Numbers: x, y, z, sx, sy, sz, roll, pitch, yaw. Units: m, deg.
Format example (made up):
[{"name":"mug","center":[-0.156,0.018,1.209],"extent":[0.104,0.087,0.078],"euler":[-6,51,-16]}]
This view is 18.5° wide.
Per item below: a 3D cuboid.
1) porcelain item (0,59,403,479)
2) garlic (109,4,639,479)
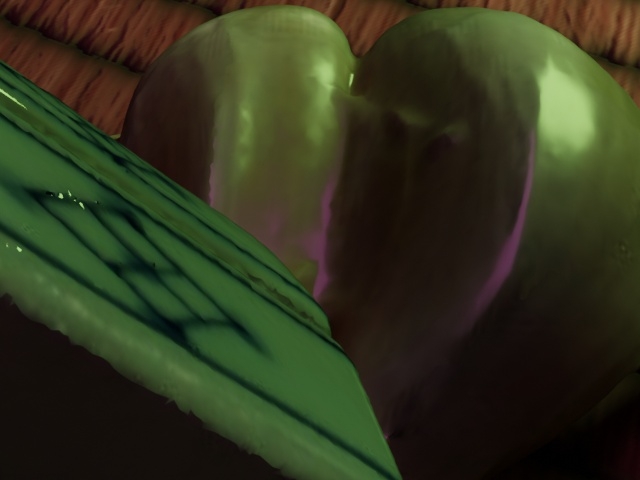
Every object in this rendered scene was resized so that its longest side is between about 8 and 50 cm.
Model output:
[{"name":"porcelain item","center":[-0.144,0.084,0.520],"extent":[0.281,0.286,0.157],"euler":[-46,37,14]},{"name":"garlic","center":[0.000,0.001,0.767],"extent":[0.279,0.132,0.325],"euler":[-5,41,13]}]
